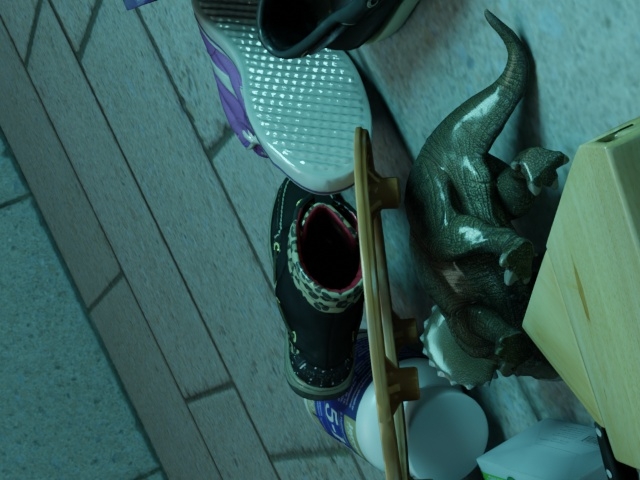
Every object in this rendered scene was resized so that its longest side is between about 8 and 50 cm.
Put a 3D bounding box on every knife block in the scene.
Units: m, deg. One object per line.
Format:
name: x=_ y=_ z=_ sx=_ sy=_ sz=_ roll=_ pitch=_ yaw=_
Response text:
knife block: x=0.228 y=0.084 z=0.754 sx=0.242 sy=0.088 sz=0.275 roll=53 pitch=157 yaw=29

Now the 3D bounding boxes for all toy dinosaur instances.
toy dinosaur: x=0.108 y=0.001 z=0.918 sx=0.160 sy=0.121 sz=0.313 roll=19 pitch=134 yaw=56

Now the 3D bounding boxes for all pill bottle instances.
pill bottle: x=0.070 y=0.155 z=1.212 sx=0.187 sy=0.112 sz=0.112 roll=22 pitch=134 yaw=63

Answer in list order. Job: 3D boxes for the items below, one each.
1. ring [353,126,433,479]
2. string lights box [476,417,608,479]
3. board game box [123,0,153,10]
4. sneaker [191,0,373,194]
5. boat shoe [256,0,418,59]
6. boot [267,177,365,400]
ring: x=0.057 y=0.083 z=0.963 sx=0.336 sy=0.032 sz=0.336 roll=-6 pitch=-90 yaw=-86
string lights box: x=0.226 y=0.272 z=1.002 sx=0.259 sy=0.077 sz=0.133 roll=67 pitch=159 yaw=-8
board game box: x=-0.084 y=-0.240 z=1.086 sx=0.170 sy=0.141 sz=0.048 roll=10 pitch=123 yaw=68
sneaker: x=-0.025 y=-0.110 z=1.175 sx=0.161 sy=0.102 sz=0.282 roll=82 pitch=165 yaw=-48
boat shoe: x=0.017 y=-0.223 z=0.884 sx=0.127 sy=0.113 sz=0.340 roll=62 pitch=161 yaw=8
boot: x=0.002 y=0.001 z=1.165 sx=0.178 sy=0.085 sz=0.236 roll=98 pitch=170 yaw=-56
